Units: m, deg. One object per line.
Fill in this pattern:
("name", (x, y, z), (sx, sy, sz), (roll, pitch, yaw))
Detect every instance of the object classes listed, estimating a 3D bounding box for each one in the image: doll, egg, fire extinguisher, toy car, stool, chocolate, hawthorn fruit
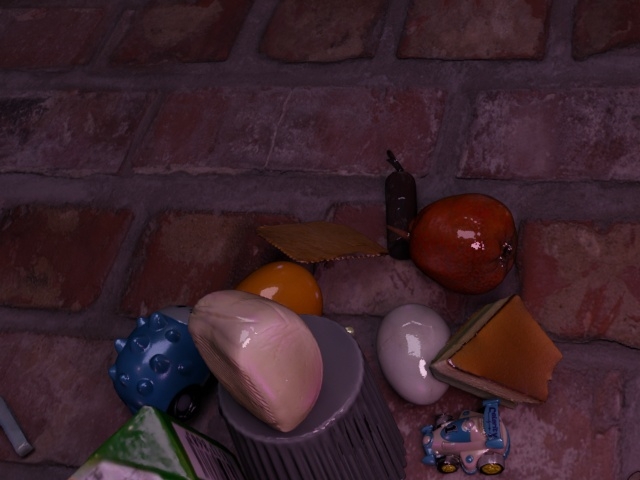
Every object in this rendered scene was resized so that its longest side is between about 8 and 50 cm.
("doll", (-0.075, 0.163, 1.919), (0.213, 0.213, 0.236), (-40, 92, -19))
("egg", (0.183, 0.217, 1.810), (0.151, 0.151, 0.209), (-14, 50, 3))
("fire extinguisher", (0.175, -0.085, 2.117), (0.072, 0.089, 0.267), (-26, 42, 29))
("toy car", (0.259, 0.347, 1.712), (0.162, 0.098, 0.126), (-4, 47, 10))
("toy car", (-0.311, 0.229, 1.901), (0.188, 0.190, 0.255), (20, 60, 37))
("stool", (-0.015, 0.320, 1.656), (0.297, 0.330, 0.297), (-8, 48, 8))
("chocolate", (-0.297, 0.471, 1.571), (0.341, 0.360, 0.161), (-43, 61, -4))
("hawthorn fruit", (0.267, -0.003, 1.941), (0.262, 0.210, 0.210), (13, 55, 26))

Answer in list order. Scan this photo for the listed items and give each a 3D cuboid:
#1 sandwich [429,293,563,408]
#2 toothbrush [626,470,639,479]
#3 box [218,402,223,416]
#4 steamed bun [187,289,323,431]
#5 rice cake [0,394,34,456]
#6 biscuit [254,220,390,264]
("sandwich", (0.321, 0.233, 1.727), (0.220, 0.108, 0.186), (-36, 91, -34))
("toothbrush", (0.410, 0.497, 1.581), (0.364, 0.041, 0.041), (-35, 50, -16))
("box", (-0.141, 0.296, 1.918), (0.126, 0.027, 0.125), (-8, 46, 10))
("steamed bun", (-0.084, 0.163, 1.433), (0.170, 0.238, 0.152), (24, 59, 40))
("rice cake", (-0.650, 0.384, 1.977), (0.042, 0.030, 0.180), (-38, 50, -13))
("biscuit", (0.000, 0.000, 2.049), (0.232, 0.013, 0.237), (-6, 23, -30))
